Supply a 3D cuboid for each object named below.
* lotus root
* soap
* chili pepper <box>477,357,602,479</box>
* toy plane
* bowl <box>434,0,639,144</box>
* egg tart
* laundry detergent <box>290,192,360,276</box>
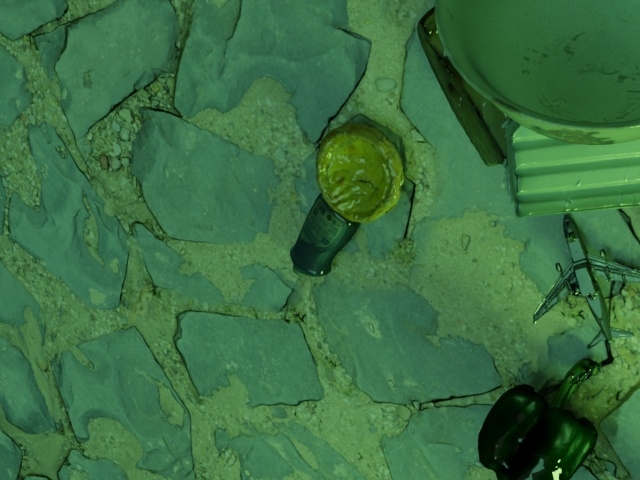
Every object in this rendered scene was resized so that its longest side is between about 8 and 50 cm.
[{"bbox_3d":[0.284,-0.250,1.865,0.210,0.142,0.314,-19,105,3],"label":"lotus root"},{"bbox_3d":[0.403,-0.122,1.779,0.261,0.094,0.150,-4,106,6],"label":"soap"},{"bbox_3d":[0.391,0.316,2.030,0.174,0.261,0.165,31,169,43],"label":"chili pepper"},{"bbox_3d":[0.434,0.066,1.941,0.226,0.058,0.226,-20,98,26],"label":"toy plane"},{"bbox_3d":[0.382,-0.273,1.663,0.434,0.435,0.196,30,159,24],"label":"bowl"},{"bbox_3d":[0.075,-0.124,2.123,0.191,0.074,0.191,14,115,32],"label":"egg tart"},{"bbox_3d":[-0.001,0.001,2.255,0.096,0.061,0.206,43,131,12],"label":"laundry detergent"}]
